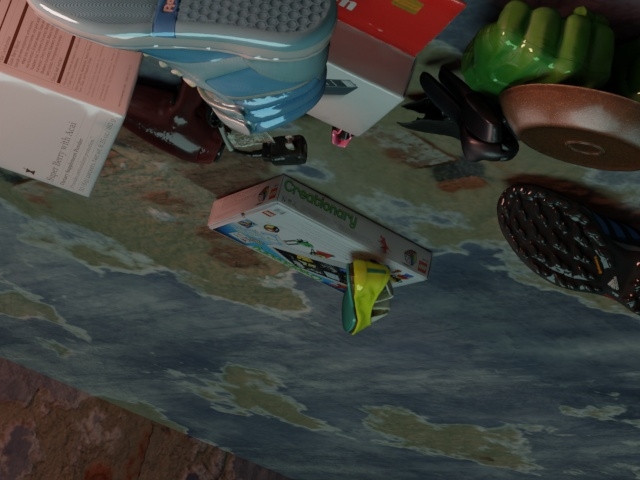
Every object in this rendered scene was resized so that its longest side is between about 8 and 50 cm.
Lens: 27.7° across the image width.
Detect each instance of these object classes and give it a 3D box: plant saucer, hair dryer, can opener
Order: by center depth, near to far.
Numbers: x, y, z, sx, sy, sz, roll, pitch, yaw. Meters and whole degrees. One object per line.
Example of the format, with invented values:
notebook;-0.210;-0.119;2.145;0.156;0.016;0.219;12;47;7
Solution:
plant saucer;0.279;-0.111;1.351;0.198;0.036;0.198;14;172;2
can opener;0.166;-0.145;1.446;0.059;0.186;0.073;-2;122;-19
hair dryer;-0.165;-0.188;1.680;0.293;0.080;0.224;-1;138;23

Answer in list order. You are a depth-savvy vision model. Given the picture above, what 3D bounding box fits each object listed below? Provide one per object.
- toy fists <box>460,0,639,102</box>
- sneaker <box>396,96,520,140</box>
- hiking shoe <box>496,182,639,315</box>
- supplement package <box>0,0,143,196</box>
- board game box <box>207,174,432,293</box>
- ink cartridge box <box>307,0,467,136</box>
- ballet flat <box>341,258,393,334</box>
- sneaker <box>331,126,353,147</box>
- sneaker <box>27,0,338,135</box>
toy fists;0.291;-0.174;1.362;0.279;0.096;0.142;20;171;-18
sneaker;0.179;-0.150;1.546;0.089;0.051;0.170;23;161;-34
hiking shoe;0.372;0.016;1.764;0.304;0.113;0.132;31;-162;0
supplement package;-0.372;-0.207;1.526;0.292;0.175;0.177;19;142;-14
board game box;0.000;0.000;2.040;0.305;0.053;0.193;27;155;-31
ink cartridge box;-0.030;-0.239;1.412;0.296;0.066;0.261;23;158;-13
ballet flat;0.076;0.093;2.062;0.077;0.077;0.231;-4;156;-3
sneaker;0.038;-0.154;1.622;0.047;0.057;0.119;18;158;-5
sneaker;-0.138;-0.195;1.338;0.319;0.127;0.208;12;154;9
